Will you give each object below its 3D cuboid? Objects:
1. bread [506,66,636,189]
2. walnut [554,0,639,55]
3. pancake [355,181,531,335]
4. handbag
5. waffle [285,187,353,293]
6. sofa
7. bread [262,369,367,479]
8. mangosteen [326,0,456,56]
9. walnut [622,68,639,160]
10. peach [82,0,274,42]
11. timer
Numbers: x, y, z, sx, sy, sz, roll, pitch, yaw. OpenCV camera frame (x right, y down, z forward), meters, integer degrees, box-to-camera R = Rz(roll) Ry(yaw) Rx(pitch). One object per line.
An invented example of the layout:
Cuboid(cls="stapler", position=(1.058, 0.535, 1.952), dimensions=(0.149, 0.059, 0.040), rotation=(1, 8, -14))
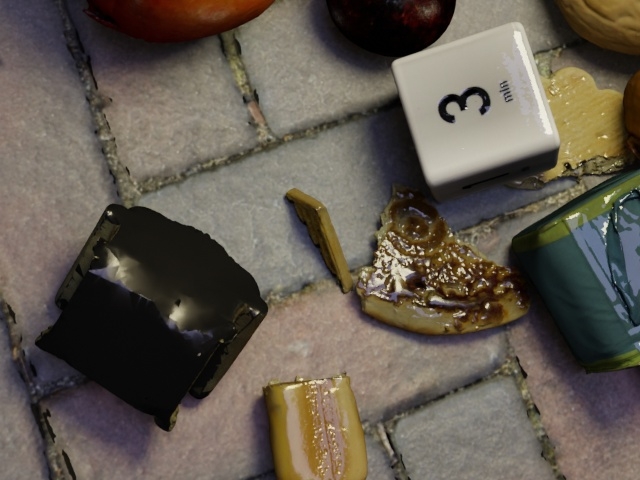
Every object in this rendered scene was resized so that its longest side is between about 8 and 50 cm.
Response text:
Cuboid(cls="bread", position=(0.371, -0.178, 1.928), dimensions=(0.251, 0.039, 0.181), rotation=(-11, 80, -14))
Cuboid(cls="walnut", position=(0.496, -0.418, 1.900), dimensions=(0.313, 0.252, 0.277), rotation=(9, 87, -2))
Cuboid(cls="pancake", position=(0.168, 0.027, 1.844), dimensions=(0.266, 0.057, 0.244), rotation=(-8, 71, -18))
Cuboid(cls="handbag", position=(0.443, 0.038, 1.804), dimensions=(0.263, 0.222, 0.241), rotation=(-27, 89, -15))
Cuboid(cls="waffle", position=(0.000, 0.000, 1.823), dimensions=(0.023, 0.097, 0.152), rotation=(-30, 117, -18))
Cuboid(cls="sofa", position=(-0.226, 0.097, 1.679), dimensions=(0.258, 0.182, 0.200), rotation=(33, 114, -3))
Cuboid(cls="bread", position=(-0.009, 0.268, 1.724), dimensions=(0.134, 0.085, 0.173), rotation=(-3, 77, -16))
Cuboid(cls="mangosteen", position=(0.108, -0.373, 1.834), dimensions=(0.210, 0.210, 0.209), rotation=(3, 77, -11))
Cuboid(cls="walnut", position=(0.552, -0.196, 1.828), dimensions=(0.203, 0.298, 0.203), rotation=(0, 99, -1))
Cuboid(cls="peach", position=(-0.198, -0.432, 1.702), dimensions=(0.370, 0.370, 0.370), rotation=(3, 77, -11))
Cuboid(cls="timer", position=(0.226, -0.181, 1.792), dimensions=(0.195, 0.194, 0.192), rotation=(-17, 81, 8))
